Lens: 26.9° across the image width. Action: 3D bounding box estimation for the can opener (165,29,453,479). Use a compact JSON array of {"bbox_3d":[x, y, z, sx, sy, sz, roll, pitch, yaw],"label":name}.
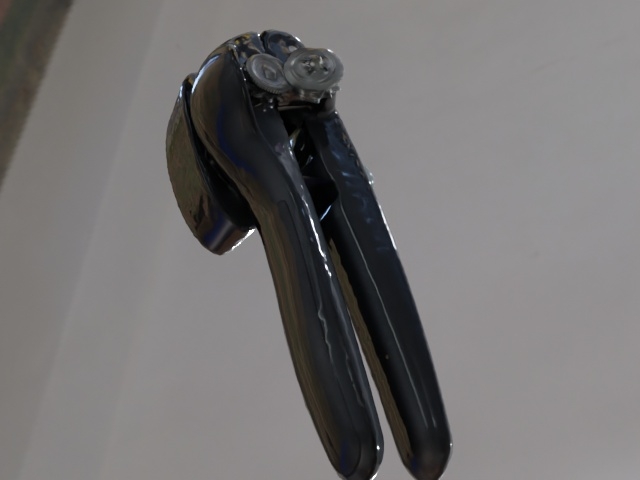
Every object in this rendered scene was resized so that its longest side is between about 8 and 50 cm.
[{"bbox_3d":[0.000,0.000,0.446,0.059,0.073,0.186,-7,-129,-27],"label":"can opener"}]
